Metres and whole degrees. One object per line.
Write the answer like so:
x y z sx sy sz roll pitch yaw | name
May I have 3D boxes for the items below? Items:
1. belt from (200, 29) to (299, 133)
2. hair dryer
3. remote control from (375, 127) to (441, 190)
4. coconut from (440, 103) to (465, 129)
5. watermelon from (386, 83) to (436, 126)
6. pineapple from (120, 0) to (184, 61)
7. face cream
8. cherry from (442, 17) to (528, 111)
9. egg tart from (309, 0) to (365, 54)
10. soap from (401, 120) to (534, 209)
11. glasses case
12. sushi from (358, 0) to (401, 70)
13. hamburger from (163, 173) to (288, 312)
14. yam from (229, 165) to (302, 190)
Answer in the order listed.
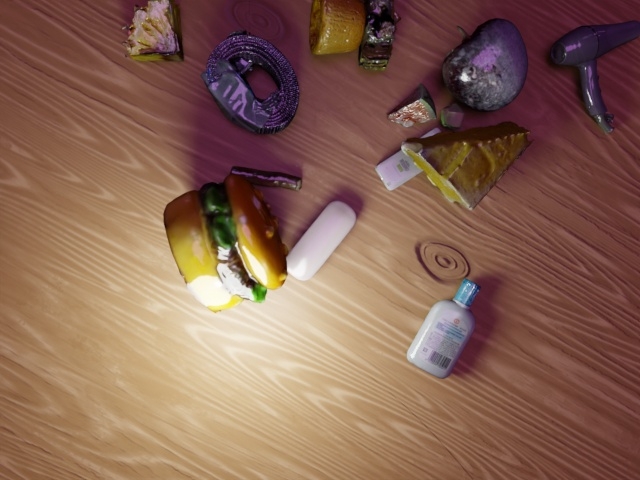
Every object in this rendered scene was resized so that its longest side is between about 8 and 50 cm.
-0.211 -0.492 1.447 0.260 0.122 0.325 -40 96 -7 | belt
0.936 -0.537 1.506 0.301 0.121 0.361 -18 103 -9 | hair dryer
0.310 -0.271 1.514 0.250 0.034 0.103 -34 94 -1 | remote control
0.434 -0.409 1.489 0.083 0.082 0.081 -6 111 -32 | coconut
0.310 -0.420 1.474 0.158 0.121 0.098 -38 115 4 | watermelon
-0.515 -0.653 1.444 0.186 0.114 0.236 38 101 -4 | pineapple
0.431 0.287 1.521 0.163 0.080 0.336 28 91 -2 | face cream
0.515 -0.549 1.420 0.255 0.218 0.296 -41 107 -3 | cherry
0.051 -0.682 1.419 0.147 0.202 0.202 -1 93 -14 | egg tart
0.467 -0.318 1.419 0.304 0.169 0.338 39 92 -31 | soap
0.000 0.000 1.496 0.113 0.075 0.297 39 90 -2 | glasses case
0.196 -0.692 1.447 0.139 0.131 0.290 5 83 -3 | sushi
-0.257 -0.012 1.343 0.278 0.396 0.395 -22 93 0 | hamburger
-0.179 -0.204 1.491 0.241 0.057 0.056 10 92 -3 | yam
